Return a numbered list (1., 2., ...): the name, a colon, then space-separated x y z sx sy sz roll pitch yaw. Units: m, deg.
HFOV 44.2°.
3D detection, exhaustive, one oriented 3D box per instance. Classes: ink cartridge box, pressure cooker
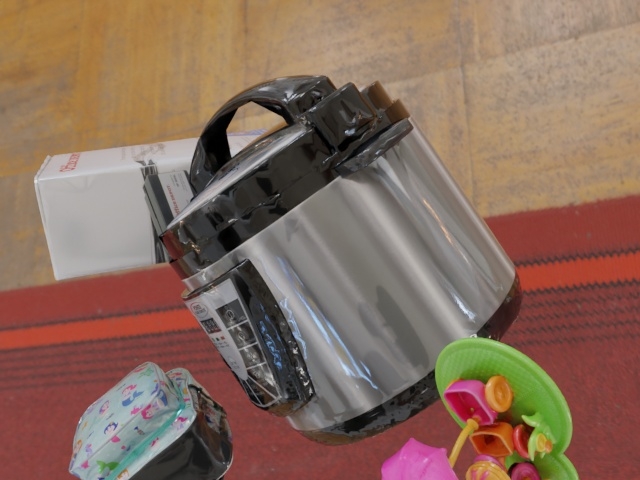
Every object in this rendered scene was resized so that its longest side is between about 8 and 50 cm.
1. ink cartridge box: -0.249 -0.074 1.318 0.394 0.285 0.166 -9 105 -12
2. pressure cooker: 0.003 -0.003 1.014 0.369 0.375 0.420 -33 98 15

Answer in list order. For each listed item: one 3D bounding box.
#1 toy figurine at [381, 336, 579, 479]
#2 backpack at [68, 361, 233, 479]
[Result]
1. toy figurine: 0.117 0.193 0.634 0.130 0.159 0.173 -18 106 51
2. backpack: -0.257 0.303 1.204 0.225 0.253 0.191 -41 103 0
